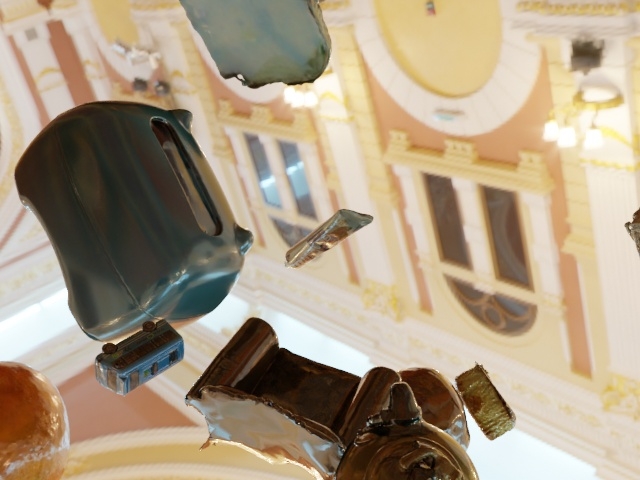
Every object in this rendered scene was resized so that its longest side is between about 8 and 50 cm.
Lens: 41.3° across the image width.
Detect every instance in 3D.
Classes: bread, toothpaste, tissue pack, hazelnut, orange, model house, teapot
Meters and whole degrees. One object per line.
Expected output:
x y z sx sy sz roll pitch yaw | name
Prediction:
0.307 0.299 1.589 0.069 0.140 0.128 -34 166 8 | bread
0.000 0.000 1.418 0.233 0.060 0.038 -36 -138 50 | toothpaste
-0.223 -0.033 1.043 0.206 0.288 0.198 -34 166 23 | tissue pack
0.144 0.294 1.401 0.210 0.186 0.210 24 -161 -9 | hazelnut
-0.522 0.324 1.325 0.226 0.284 0.284 30 -134 22 | orange
-0.072 -0.416 1.364 0.225 0.261 0.241 -4 -138 31 | model house
0.101 0.293 0.940 0.173 0.183 0.270 -2 -115 -3 | teapot

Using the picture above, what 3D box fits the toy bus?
-0.174 0.114 0.823 0.046 0.038 0.083 34 -136 30 | toy bus

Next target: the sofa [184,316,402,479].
-0.031 0.217 1.192 0.258 0.182 0.200 20 -139 18 | sofa

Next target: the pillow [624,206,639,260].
0.469 0.035 1.081 0.119 0.208 0.053 -22 -170 3 | pillow
